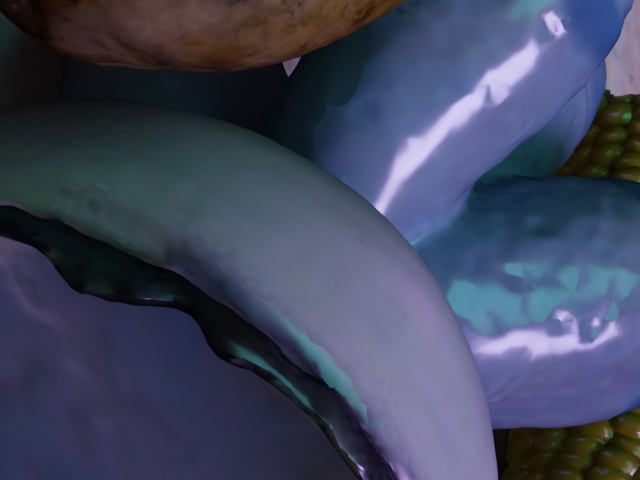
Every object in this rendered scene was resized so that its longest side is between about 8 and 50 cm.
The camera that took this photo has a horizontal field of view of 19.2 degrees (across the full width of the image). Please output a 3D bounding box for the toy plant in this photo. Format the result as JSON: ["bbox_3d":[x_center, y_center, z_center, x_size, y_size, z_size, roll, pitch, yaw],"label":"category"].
[{"bbox_3d":[0.000,0.000,0.613,0.247,0.247,0.332,58,41,-16],"label":"toy plant"}]

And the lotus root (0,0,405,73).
[{"bbox_3d":[-0.002,-0.137,0.494,0.145,0.128,0.260,35,45,9],"label":"lotus root"}]

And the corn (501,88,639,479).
[{"bbox_3d":[0.129,0.080,0.809,0.101,0.101,0.310,36,52,-34],"label":"corn"}]
